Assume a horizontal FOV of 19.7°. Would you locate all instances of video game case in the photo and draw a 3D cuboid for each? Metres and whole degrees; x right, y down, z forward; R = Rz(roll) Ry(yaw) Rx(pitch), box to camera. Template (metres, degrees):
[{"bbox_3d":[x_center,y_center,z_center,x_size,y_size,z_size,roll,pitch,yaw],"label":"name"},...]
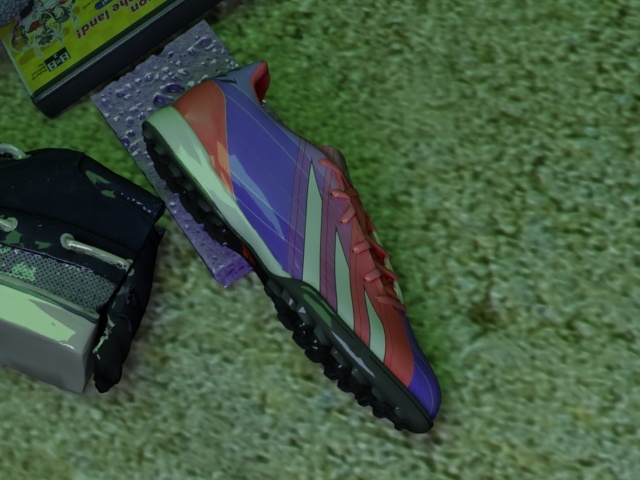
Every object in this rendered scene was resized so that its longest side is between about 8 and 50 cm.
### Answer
[{"bbox_3d":[-0.175,-0.272,1.580,0.275,0.035,0.248,-34,59,4],"label":"video game case"}]

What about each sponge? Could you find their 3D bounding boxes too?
[{"bbox_3d":[-0.085,-0.072,1.471,0.117,0.031,0.210,-34,59,-5],"label":"sponge"}]

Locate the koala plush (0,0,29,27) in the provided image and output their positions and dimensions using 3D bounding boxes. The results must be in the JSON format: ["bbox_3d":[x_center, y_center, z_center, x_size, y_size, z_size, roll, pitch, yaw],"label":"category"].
[{"bbox_3d":[-0.282,-0.323,1.520,0.221,0.196,0.203,-36,49,7],"label":"koala plush"}]

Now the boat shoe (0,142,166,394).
[{"bbox_3d":[-0.281,-0.013,1.425,0.340,0.127,0.158,23,63,4],"label":"boat shoe"}]

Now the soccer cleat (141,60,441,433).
[{"bbox_3d":[0.000,0.000,1.350,0.116,0.108,0.318,-37,70,-11],"label":"soccer cleat"}]

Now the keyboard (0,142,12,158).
[{"bbox_3d":[-0.360,0.050,1.479,0.202,0.033,0.317,4,63,17],"label":"keyboard"}]
